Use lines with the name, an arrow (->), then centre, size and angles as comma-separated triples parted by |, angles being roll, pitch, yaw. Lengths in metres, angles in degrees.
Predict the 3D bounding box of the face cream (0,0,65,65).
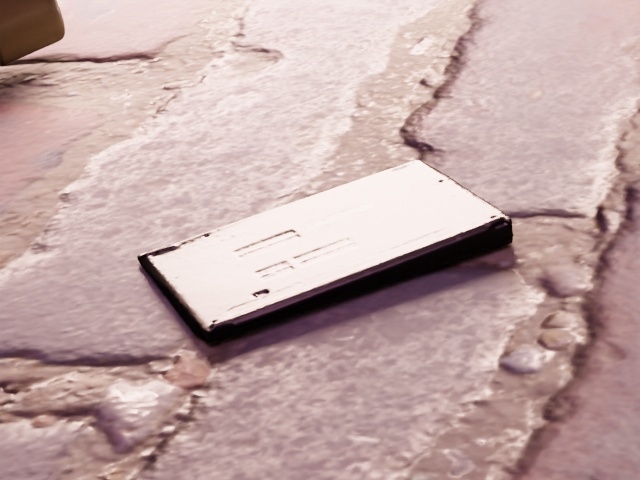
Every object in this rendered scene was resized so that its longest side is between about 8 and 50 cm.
face cream -> -0.361, -0.121, 1.447 | 0.341, 0.084, 0.137 | -26, 28, -12

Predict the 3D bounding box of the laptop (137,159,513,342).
laptop -> 0.000, 0.000, 1.144 | 0.197, 0.016, 0.135 | -18, 27, -17
